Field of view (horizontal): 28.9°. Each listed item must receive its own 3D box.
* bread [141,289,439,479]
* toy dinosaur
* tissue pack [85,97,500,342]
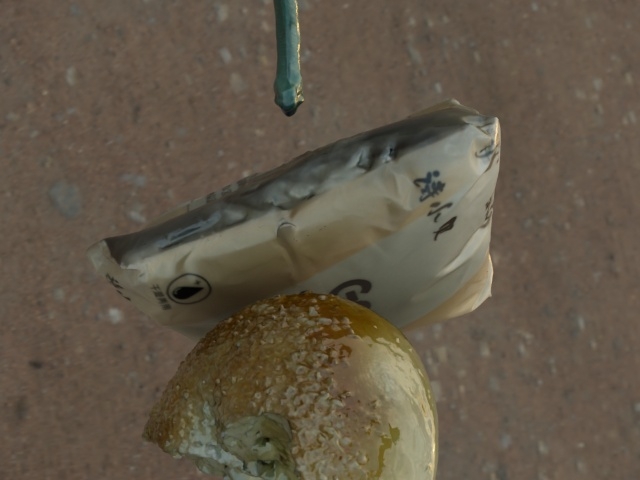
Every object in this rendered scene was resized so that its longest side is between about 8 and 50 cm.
[{"bbox_3d":[-0.016,0.134,1.035,0.171,0.314,0.192,32,80,-30],"label":"bread"},{"bbox_3d":[-0.027,-0.349,1.249,0.383,0.129,0.331,-78,166,-56],"label":"toy dinosaur"},{"bbox_3d":[0.000,0.000,1.258,0.375,0.390,0.195,59,12,-71],"label":"tissue pack"}]
